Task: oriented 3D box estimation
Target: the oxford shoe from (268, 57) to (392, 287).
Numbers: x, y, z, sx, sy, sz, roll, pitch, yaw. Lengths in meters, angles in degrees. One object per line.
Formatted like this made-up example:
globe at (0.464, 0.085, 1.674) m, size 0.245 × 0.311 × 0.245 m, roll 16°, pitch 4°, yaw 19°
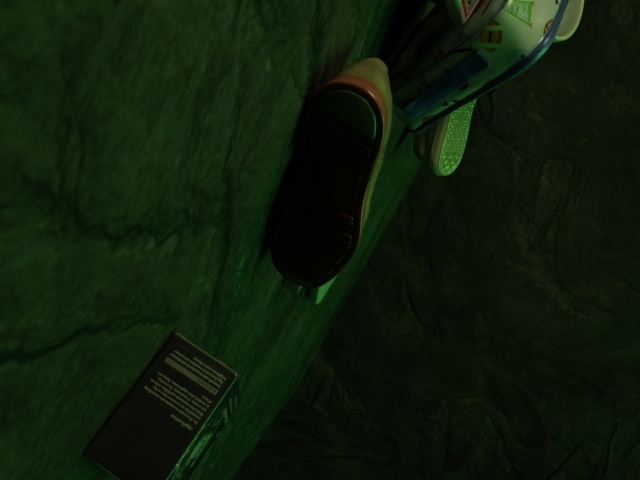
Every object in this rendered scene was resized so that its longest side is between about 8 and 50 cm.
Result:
oxford shoe at (0.024, -0.074, 0.805) m, size 0.130 × 0.122 × 0.348 m, roll -59°, pitch 175°, yaw -47°

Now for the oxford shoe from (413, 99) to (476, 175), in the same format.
oxford shoe at (0.351, -0.402, 1.650) m, size 0.169 × 0.130 × 0.450 m, roll -3°, pitch 114°, yaw -43°

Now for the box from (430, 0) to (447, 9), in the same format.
box at (0.224, -0.456, 0.864) m, size 0.244 × 0.060 × 0.100 m, roll -57°, pitch 171°, yaw -17°

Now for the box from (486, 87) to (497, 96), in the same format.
box at (0.517, -0.588, 1.806) m, size 0.247 × 0.163 × 0.142 m, roll -58°, pitch 173°, yaw -15°

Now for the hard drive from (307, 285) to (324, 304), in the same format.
hard drive at (0.040, 0.023, 1.508) m, size 0.210 × 0.040 × 0.319 m, roll -56°, pitch 171°, yaw -20°

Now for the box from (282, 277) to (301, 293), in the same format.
box at (0.000, 0.000, 1.201) m, size 0.186 × 0.038 × 0.145 m, roll -51°, pitch 168°, yaw -53°

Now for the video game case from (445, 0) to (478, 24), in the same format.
video game case at (0.190, -0.408, 0.693) m, size 0.204 × 0.025 × 0.285 m, roll -58°, pitch 157°, yaw 0°

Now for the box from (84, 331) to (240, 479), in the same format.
box at (-0.174, 0.216, 0.716) m, size 0.158 × 0.093 × 0.156 m, roll -55°, pitch 171°, yaw -24°

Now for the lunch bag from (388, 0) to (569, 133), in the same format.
lunch bag at (0.223, -0.293, 0.921) m, size 0.303 × 0.115 × 0.243 m, roll -28°, pitch -150°, yaw 55°

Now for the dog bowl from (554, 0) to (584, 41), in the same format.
dog bowl at (0.491, -0.578, 1.374) m, size 0.264 × 0.104 × 0.265 m, roll -4°, pitch 95°, yaw -42°
